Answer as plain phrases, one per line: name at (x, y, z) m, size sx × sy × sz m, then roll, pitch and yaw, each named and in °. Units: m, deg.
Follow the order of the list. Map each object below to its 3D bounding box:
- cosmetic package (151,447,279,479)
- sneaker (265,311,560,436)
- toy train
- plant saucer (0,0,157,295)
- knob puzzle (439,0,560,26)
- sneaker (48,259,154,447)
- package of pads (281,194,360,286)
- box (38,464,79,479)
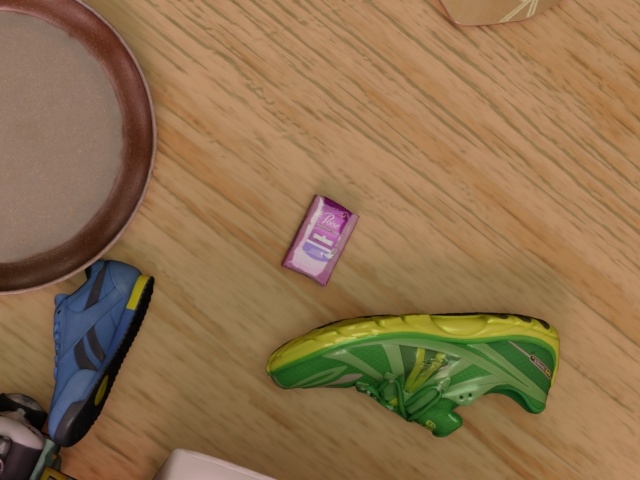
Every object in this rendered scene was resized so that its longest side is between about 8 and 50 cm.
cosmetic package at (-0.063, 0.448, 1.578) m, size 0.327 × 0.329 × 0.394 m, roll 20°, pitch 67°, yaw -7°
sneaker at (0.095, 0.133, 1.757) m, size 0.295 × 0.109 × 0.124 m, roll -1°, pitch 87°, yaw -7°
toy train at (-0.346, 0.302, 1.668) m, size 0.142 × 0.190 × 0.334 m, roll 26°, pitch 88°, yaw -6°
plant saucer at (-0.315, -0.102, 1.740) m, size 0.310 × 0.050 × 0.311 m, roll 0°, pitch 90°, yaw -6°
knob puzzle at (0.180, -0.304, 1.804) m, size 0.213 × 0.030 × 0.213 m, roll 0°, pitch 90°, yaw -7°
sneaker at (-0.231, 0.105, 1.708) m, size 0.082 × 0.069 × 0.209 m, roll 19°, pitch 53°, yaw 3°
package of pads at (0.000, 0.000, 1.784) m, size 0.050 × 0.032 × 0.083 m, roll 27°, pitch 87°, yaw -9°
box at (-0.215, 0.287, 1.502) m, size 0.044 × 0.233 × 0.159 m, roll 28°, pitch 81°, yaw -24°
